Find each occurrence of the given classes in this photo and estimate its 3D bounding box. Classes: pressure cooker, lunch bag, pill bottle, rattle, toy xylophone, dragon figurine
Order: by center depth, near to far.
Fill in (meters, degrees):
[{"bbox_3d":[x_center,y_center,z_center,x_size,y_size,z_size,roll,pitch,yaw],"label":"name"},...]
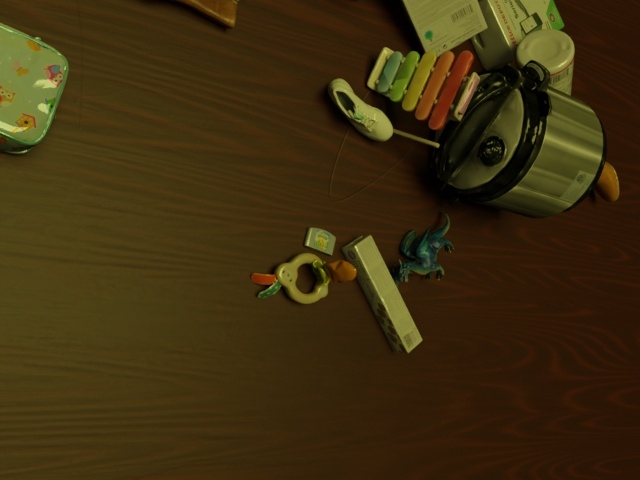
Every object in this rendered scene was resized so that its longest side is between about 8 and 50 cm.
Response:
[{"bbox_3d":[-0.620,-0.300,1.150,0.279,0.108,0.223,22,69,-30],"label":"lunch bag"},{"bbox_3d":[-0.041,0.094,1.459,0.200,0.143,0.130,7,100,-37],"label":"rattle"},{"bbox_3d":[0.260,-0.374,1.609,0.081,0.323,0.236,14,95,-50],"label":"toy xylophone"},{"bbox_3d":[0.277,0.017,1.692,0.144,0.085,0.289,32,70,-26],"label":"dragon figurine"},{"bbox_3d":[0.514,-0.269,1.700,0.421,0.376,0.369,10,83,-32],"label":"pressure cooker"},{"bbox_3d":[0.672,-0.480,1.877,0.160,0.161,0.283,-67,155,-19],"label":"pill bottle"}]

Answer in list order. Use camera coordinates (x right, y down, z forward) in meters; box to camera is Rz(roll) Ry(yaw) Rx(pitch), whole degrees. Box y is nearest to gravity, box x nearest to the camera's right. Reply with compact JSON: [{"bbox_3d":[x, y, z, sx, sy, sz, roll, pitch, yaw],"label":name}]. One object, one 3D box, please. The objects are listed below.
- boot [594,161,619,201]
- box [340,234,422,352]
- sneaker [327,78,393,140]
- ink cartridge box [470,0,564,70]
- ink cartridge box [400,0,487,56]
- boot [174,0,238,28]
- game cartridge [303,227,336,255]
[{"bbox_3d":[0.866,-0.231,2.086,0.211,0.104,0.295,-27,94,-26],"label":"boot"},{"bbox_3d":[0.161,0.142,1.620,0.067,0.063,0.323,-35,104,-31],"label":"box"},{"bbox_3d":[0.101,-0.322,1.601,0.212,0.094,0.080,37,109,-16],"label":"sneaker"},{"bbox_3d":[0.598,-0.686,1.942,0.289,0.122,0.211,-37,104,-29],"label":"ink cartridge box"},{"bbox_3d":[0.314,-0.670,1.696,0.186,0.065,0.311,-29,126,9],"label":"ink cartridge box"},{"bbox_3d":[-0.294,-0.646,1.397,0.281,0.096,0.263,9,80,-32],"label":"boot"},{"bbox_3d":[0.000,0.000,1.562,0.083,0.017,0.055,21,71,-29],"label":"game cartridge"}]
